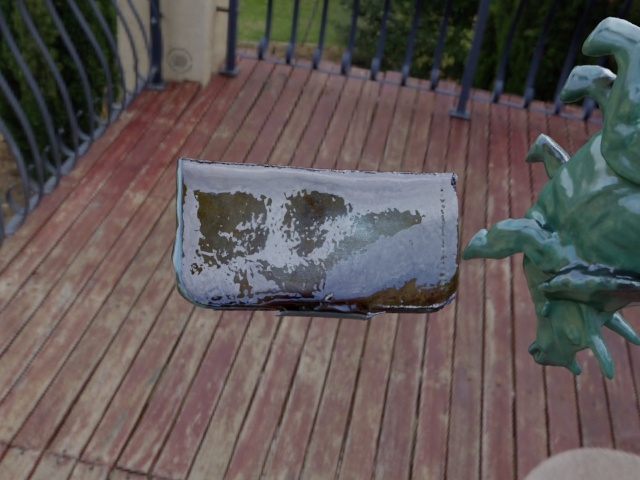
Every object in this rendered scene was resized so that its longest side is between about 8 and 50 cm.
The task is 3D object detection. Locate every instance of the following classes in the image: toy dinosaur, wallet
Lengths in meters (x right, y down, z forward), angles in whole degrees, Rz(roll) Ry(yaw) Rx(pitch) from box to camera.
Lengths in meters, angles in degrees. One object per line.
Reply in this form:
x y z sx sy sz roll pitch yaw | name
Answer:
0.140 -0.052 0.386 0.120 0.292 0.079 19 36 34 | toy dinosaur
0.000 0.000 0.691 0.255 0.031 0.137 3 80 -15 | wallet
